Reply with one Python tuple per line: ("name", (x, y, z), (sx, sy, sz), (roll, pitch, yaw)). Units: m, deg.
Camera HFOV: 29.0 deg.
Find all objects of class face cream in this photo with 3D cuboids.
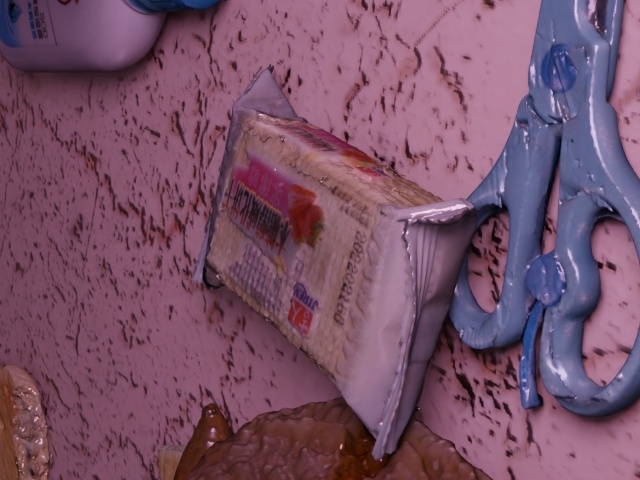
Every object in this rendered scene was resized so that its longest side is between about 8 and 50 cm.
("face cream", (-0.200, -0.232, 1.118), (0.336, 0.080, 0.163), (11, 101, 51))

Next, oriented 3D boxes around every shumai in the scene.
("shumai", (0.044, 0.286, 0.828), (0.346, 0.217, 0.283), (37, 153, 58))

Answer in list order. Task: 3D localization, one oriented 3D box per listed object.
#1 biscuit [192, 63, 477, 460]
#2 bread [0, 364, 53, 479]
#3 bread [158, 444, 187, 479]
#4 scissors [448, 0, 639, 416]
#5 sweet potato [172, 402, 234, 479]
("biscuit", (-0.002, 0.004, 0.872), (0.309, 0.079, 0.186), (38, 116, 51))
("bread", (-0.350, 0.257, 1.366), (0.181, 0.039, 0.251), (-8, 86, 51))
("bread", (-0.082, 0.267, 1.041), (0.112, 0.036, 0.193), (-10, 85, 43))
("scissors", (0.151, -0.087, 0.732), (0.180, 0.032, 0.393), (20, 107, 49))
("sweet potato", (-0.074, 0.308, 0.963), (0.108, 0.079, 0.346), (-23, 82, 22))
